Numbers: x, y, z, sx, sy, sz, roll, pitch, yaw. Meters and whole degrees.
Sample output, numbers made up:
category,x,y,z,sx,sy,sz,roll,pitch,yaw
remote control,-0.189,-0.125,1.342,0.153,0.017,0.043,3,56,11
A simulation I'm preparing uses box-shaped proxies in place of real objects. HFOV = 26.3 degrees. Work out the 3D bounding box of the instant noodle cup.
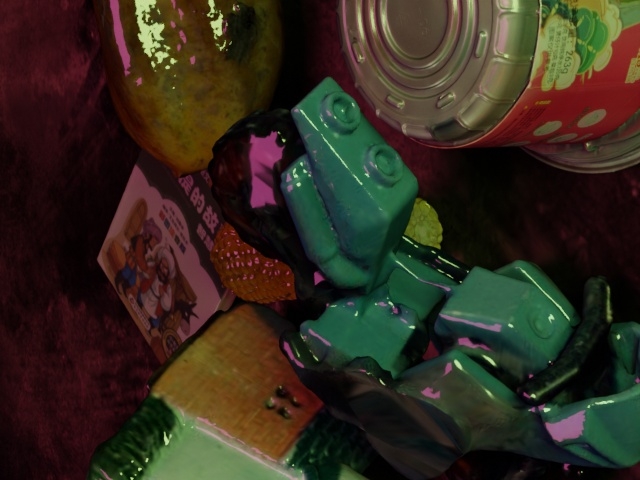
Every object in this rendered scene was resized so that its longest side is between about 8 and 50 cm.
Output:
category,x,y,z,sx,sy,sz,roll,pitch,yaw
instant noodle cup,0.128,-0.163,0.955,0.302,0.182,0.258,-50,62,45

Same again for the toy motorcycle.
category,x,y,z,sx,sy,sz,roll,pitch,yaw
toy motorcycle,0.100,0.050,1.021,0.416,0.172,0.232,51,137,-7

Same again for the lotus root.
category,x,y,z,sx,sy,sz,roll,pitch,yaw
lotus root,-0.122,-0.206,1.282,0.193,0.193,0.290,-8,89,52

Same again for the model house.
category,x,y,z,sx,sy,sz,roll,pitch,yaw
model house,-0.038,0.228,1.246,0.291,0.253,0.184,25,139,26

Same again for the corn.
category,x,y,z,sx,sy,sz,roll,pitch,yaw
corn,-0.001,0.005,1.230,0.260,0.091,0.091,-11,71,48

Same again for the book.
category,x,y,z,sx,sy,sz,roll,pitch,yaw
book,-0.152,0.002,1.469,0.202,0.027,0.264,55,136,28
